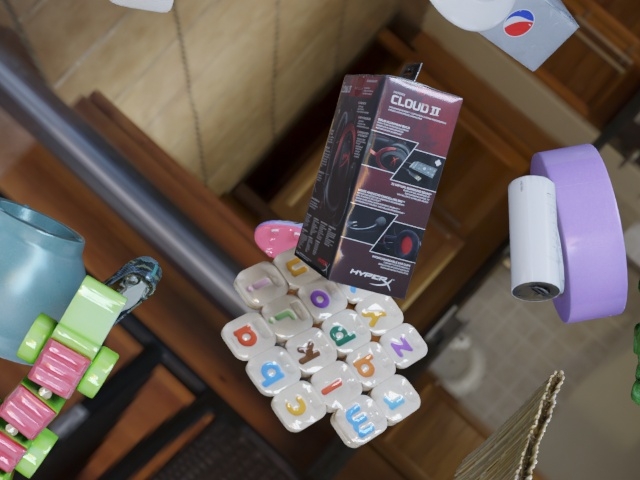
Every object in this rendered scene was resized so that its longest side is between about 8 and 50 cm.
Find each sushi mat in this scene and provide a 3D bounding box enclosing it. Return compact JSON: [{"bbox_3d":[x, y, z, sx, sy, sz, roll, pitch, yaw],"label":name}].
[{"bbox_3d":[0.191,0.264,1.375,0.151,0.019,0.316,-63,179,-31],"label":"sushi mat"}]

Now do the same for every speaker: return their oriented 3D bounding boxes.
[{"bbox_3d":[0.239,-0.002,1.363,0.055,0.055,0.136,119,-24,-61],"label":"speaker"}]

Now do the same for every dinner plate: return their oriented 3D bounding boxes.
[{"bbox_3d":[0.129,-0.248,1.029,0.017,0.141,0.141,-7,-152,48],"label":"dinner plate"}]

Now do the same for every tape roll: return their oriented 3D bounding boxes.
[{"bbox_3d":[0.404,-0.011,1.921,0.090,0.275,0.275,-10,173,2],"label":"tape roll"}]

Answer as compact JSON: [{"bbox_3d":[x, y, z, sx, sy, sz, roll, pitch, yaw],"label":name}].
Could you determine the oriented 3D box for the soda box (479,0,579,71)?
[{"bbox_3d":[0.234,-0.357,1.724,0.286,0.091,0.098,26,121,-37],"label":"soda box"}]

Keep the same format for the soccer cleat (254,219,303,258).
[{"bbox_3d":[0.000,0.000,2.199,0.095,0.248,0.083,-98,-160,-56],"label":"soccer cleat"}]

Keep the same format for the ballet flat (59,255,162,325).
[{"bbox_3d":[-0.303,0.094,1.722,0.188,0.070,0.070,-43,174,13],"label":"ballet flat"}]

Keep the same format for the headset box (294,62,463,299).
[{"bbox_3d":[0.073,-0.091,1.579,0.218,0.110,0.293,-151,-104,-75],"label":"headset box"}]

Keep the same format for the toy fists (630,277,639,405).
[{"bbox_3d":[0.464,0.098,1.604,0.142,0.096,0.279,2,94,-74],"label":"toy fists"}]

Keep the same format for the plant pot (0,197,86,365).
[{"bbox_3d":[-0.494,0.049,1.940,0.196,0.293,0.293,-64,171,4],"label":"plant pot"}]

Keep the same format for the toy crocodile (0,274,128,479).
[{"bbox_3d":[-0.354,0.197,1.516,0.340,0.115,0.105,-54,-172,8],"label":"toy crocodile"}]

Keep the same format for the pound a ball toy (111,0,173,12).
[{"bbox_3d":[-0.285,-0.526,2.000,0.208,0.135,0.319,-87,-171,-55],"label":"pound a ball toy"}]

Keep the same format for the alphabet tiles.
[{"bbox_3d":[0.009,0.139,1.648,0.278,0.284,0.021,-26,164,-41],"label":"alphabet tiles"}]
